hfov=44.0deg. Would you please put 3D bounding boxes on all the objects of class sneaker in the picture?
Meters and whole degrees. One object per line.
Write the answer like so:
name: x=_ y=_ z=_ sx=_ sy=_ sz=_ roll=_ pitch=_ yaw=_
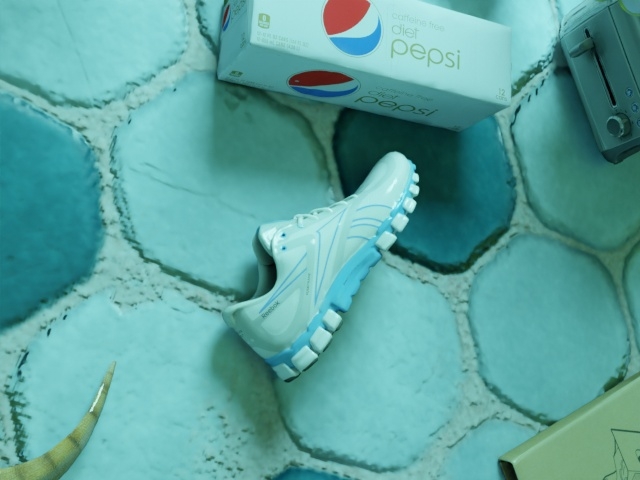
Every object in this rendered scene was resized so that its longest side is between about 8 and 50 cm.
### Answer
sneaker: x=0.000 y=0.000 z=0.563 sx=0.083 sy=0.071 sz=0.190 roll=37 pitch=68 yaw=-9

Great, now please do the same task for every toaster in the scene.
toaster: x=0.325 y=-0.176 z=0.708 sx=0.227 sy=0.129 sz=0.146 roll=-25 pitch=90 yaw=-19

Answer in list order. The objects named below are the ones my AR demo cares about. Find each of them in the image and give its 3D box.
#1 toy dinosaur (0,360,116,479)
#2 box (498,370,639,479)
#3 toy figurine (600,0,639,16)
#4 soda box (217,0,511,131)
toy dinosaur: x=-0.195 y=0.155 z=0.446 sx=0.212 sy=0.064 sz=0.112 roll=-17 pitch=88 yaw=-27
box: x=0.256 y=0.215 z=0.671 sx=0.201 sy=0.021 sz=0.164 roll=-22 pitch=91 yaw=-26
toy figurine: x=0.256 y=-0.315 z=0.570 sx=0.363 sy=0.217 sz=0.191 roll=32 pitch=65 yaw=18
soda box: x=0.037 y=-0.142 z=0.598 sx=0.216 sy=0.074 sz=0.069 roll=7 pitch=78 yaw=-24
